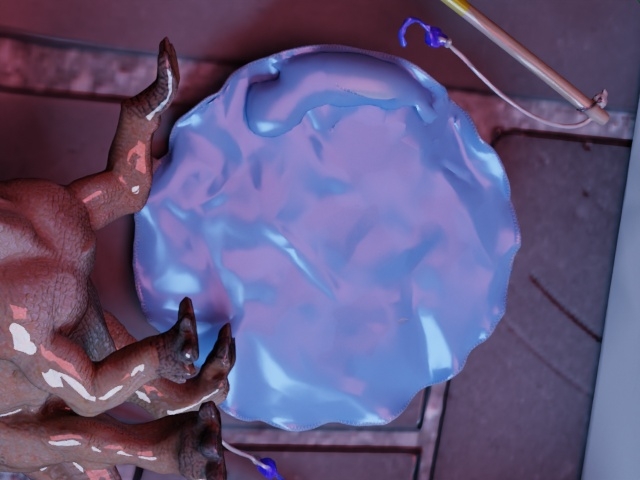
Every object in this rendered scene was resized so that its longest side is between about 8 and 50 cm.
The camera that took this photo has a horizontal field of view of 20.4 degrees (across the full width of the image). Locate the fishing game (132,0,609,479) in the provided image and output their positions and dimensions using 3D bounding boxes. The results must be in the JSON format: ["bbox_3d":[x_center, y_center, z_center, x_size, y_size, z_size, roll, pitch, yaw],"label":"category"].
[{"bbox_3d":[0.000,0.000,0.827,0.189,0.041,0.264,30,96,-20],"label":"fishing game"}]

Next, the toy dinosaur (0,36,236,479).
[{"bbox_3d":[-0.143,0.037,0.724,0.200,0.127,0.296,-7,132,3],"label":"toy dinosaur"}]

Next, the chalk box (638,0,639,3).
[{"bbox_3d":[0.205,-0.249,0.707,0.289,0.179,0.180,-35,119,22],"label":"chalk box"}]

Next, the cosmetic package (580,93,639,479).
[{"bbox_3d":[0.251,0.076,0.863,0.156,0.217,0.385,0,106,-24],"label":"cosmetic package"}]
